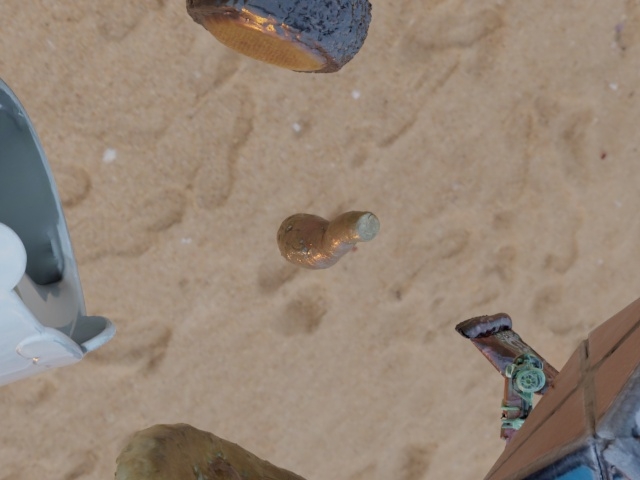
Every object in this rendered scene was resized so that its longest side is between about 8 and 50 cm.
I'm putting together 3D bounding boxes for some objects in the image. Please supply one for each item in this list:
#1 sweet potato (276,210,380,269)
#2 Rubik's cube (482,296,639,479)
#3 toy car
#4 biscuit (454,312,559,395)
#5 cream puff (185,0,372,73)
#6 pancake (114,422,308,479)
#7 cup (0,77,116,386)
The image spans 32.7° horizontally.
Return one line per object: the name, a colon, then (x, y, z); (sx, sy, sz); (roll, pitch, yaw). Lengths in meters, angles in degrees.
sweet potato: (0.000, 0.000, 1.934); (0.109, 0.385, 0.109); (0, 90, -19)
Rubik's cube: (0.316, 0.198, 0.907); (0.255, 0.260, 0.259); (-47, 173, -29)
toy car: (0.239, 0.207, 1.295); (0.073, 0.054, 0.143); (-44, 133, -74)
biscuit: (0.328, 0.195, 1.698); (0.063, 0.235, 0.151); (-56, 154, 13)
cream puff: (-0.049, -0.311, 1.372); (0.239, 0.239, 0.165); (26, 83, -51)
pancake: (-0.020, 0.260, 0.880); (0.356, 0.356, 0.065); (19, 104, -49)
cup: (-0.299, 0.030, 0.795); (0.257, 0.219, 0.290); (-19, 155, 3)
